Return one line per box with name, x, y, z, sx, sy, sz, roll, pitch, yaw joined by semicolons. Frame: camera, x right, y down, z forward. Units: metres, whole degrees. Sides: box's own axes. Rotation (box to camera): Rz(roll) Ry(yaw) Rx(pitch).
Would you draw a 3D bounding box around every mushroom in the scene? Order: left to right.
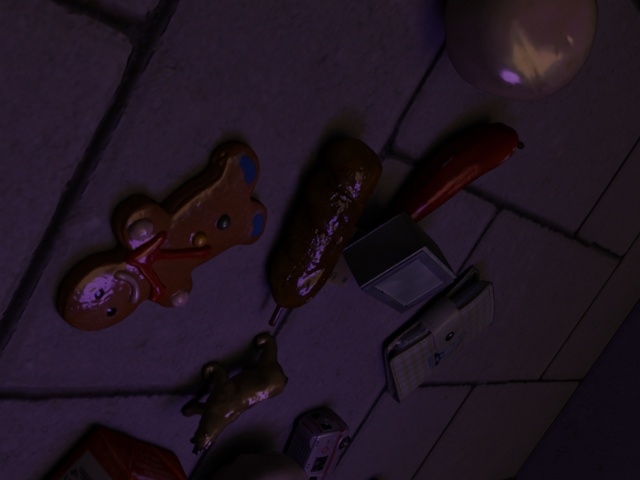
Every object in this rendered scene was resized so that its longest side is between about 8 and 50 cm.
mushroom;0.299;-0.331;1.124;0.246;0.202;0.245;0;91;-14

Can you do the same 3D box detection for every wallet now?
wallet;0.274;0.222;1.691;0.310;0.077;0.223;-37;146;-18

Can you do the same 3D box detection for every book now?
book;0.050;0.030;1.308;0.111;0.014;0.077;-56;147;8

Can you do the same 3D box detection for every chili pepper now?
chili pepper;0.247;-0.127;1.346;0.369;0.091;0.137;-32;160;-16

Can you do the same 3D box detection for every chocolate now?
chocolate;-0.339;0.432;1.151;0.237;0.108;0.234;-48;147;-7

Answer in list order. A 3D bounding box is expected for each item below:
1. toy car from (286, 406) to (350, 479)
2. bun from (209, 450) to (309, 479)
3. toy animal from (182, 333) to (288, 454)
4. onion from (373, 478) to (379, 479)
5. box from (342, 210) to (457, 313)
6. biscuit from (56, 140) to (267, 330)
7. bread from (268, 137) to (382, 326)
toy car;-0.020;0.459;1.550;0.108;0.089;0.209;-5;122;-46
bun;-0.135;0.484;1.402;0.231;0.133;0.231;-30;147;-23
toy animal;-0.142;0.258;1.221;0.219;0.101;0.103;-25;139;-32
onion;0.149;0.704;1.950;0.118;0.119;0.117;-45;112;-10
box;0.147;0.045;1.311;0.130;0.086;0.225;-33;154;12
biscuit;-0.202;0.015;0.986;0.324;0.049;0.205;-33;142;-22
bread;-0.002;-0.001;1.162;0.124;0.084;0.343;3;119;-49
